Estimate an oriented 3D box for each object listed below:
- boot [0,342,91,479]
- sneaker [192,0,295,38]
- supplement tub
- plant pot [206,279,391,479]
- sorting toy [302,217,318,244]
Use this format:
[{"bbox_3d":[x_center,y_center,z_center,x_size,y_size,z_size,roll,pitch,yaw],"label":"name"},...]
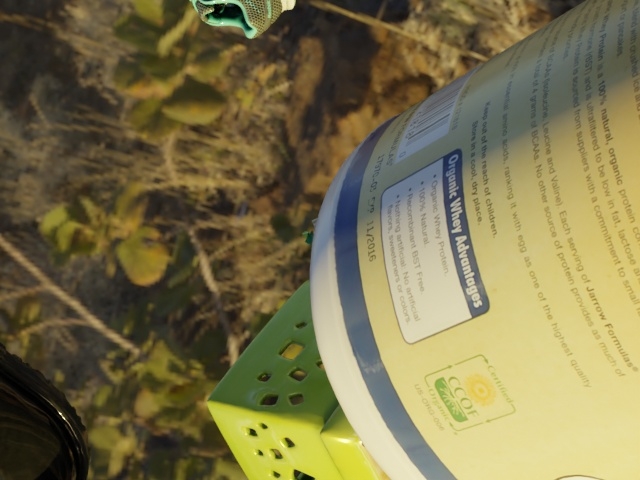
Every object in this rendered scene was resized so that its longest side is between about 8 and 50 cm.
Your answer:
[{"bbox_3d":[-0.365,0.208,1.127,0.131,0.348,0.260,-26,31,19],"label":"boot"},{"bbox_3d":[-0.112,-0.259,1.222,0.076,0.167,0.065,-59,-17,-28],"label":"sneaker"},{"bbox_3d":[0.173,-0.006,0.500,0.316,0.228,0.228,-28,54,44],"label":"supplement tub"},{"bbox_3d":[0.037,0.209,1.438,0.207,0.228,0.227,8,47,41],"label":"plant pot"},{"bbox_3d":[0.000,0.000,1.616,0.083,0.012,0.062,-24,76,58],"label":"sorting toy"}]
